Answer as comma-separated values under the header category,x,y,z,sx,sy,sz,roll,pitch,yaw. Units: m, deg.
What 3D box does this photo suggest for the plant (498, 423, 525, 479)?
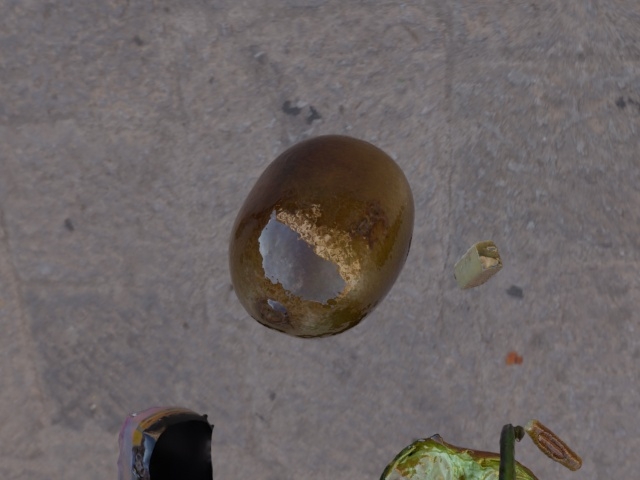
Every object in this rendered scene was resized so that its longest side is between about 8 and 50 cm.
category,x,y,z,sx,sy,sz,roll,pitch,yaw
plant,0.202,0.424,1.014,0.180,0.251,0.334,-18,85,16

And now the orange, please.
category,x,y,z,sx,sy,sz,roll,pitch,yaw
orange,0.265,0.529,1.568,0.334,0.263,0.196,4,149,14

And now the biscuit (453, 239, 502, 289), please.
category,x,y,z,sx,sy,sz,roll,pitch,yaw
biscuit,0.276,0.045,1.474,0.052,0.188,0.056,-12,78,-6

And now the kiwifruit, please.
category,x,y,z,sx,sy,sz,roll,pitch,yaw
kiwifruit,0.000,0.000,0.903,0.195,0.234,0.196,15,137,15

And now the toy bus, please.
category,x,y,z,sx,sy,sz,roll,pitch,yaw
toy bus,-0.318,0.510,1.644,0.162,0.171,0.387,12,103,48

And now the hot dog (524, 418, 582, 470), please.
category,x,y,z,sx,sy,sz,roll,pitch,yaw
hot dog,0.449,0.399,1.601,0.137,0.028,0.044,43,96,-9
